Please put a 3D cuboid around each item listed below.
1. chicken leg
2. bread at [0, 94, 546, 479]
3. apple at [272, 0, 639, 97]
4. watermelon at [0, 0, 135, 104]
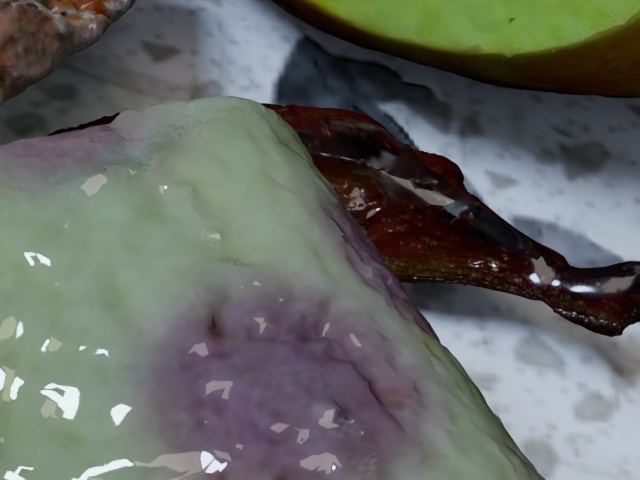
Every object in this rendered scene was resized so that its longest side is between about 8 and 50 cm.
[{"bbox_3d":[-0.002,-0.005,0.617,0.219,0.048,0.089,4,51,-12],"label":"chicken leg"},{"bbox_3d":[-0.007,0.128,0.424,0.187,0.155,0.338,-20,57,-24],"label":"bread"},{"bbox_3d":[0.101,-0.241,0.659,0.384,0.374,0.374,4,48,-11],"label":"apple"},{"bbox_3d":[-0.178,-0.094,0.613,0.256,0.140,0.193,9,42,-20],"label":"watermelon"}]
